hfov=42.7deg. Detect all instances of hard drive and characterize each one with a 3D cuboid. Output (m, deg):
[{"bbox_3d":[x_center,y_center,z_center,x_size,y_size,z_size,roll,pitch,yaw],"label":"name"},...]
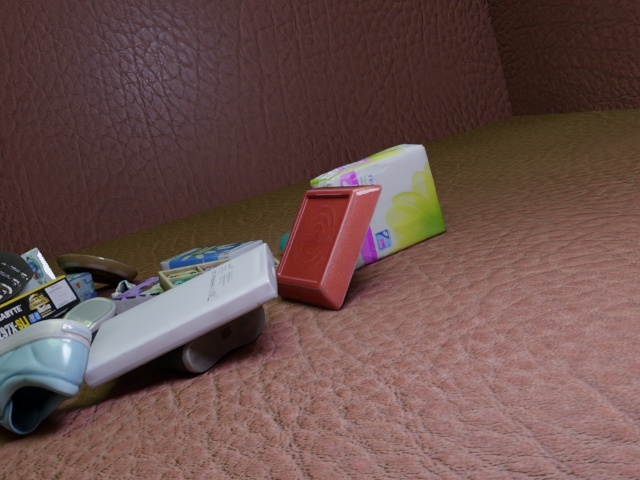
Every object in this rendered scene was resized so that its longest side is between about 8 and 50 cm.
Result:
[{"bbox_3d":[-0.245,0.127,1.469,0.353,0.047,0.233,-26,16,3],"label":"hard drive"}]

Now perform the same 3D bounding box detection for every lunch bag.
[{"bbox_3d":[-0.760,0.161,2.319,0.176,0.090,0.219,-8,13,33],"label":"lunch bag"}]

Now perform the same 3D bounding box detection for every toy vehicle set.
[{"bbox_3d":[-0.208,0.087,1.820,0.267,0.035,0.166,-11,22,-26],"label":"toy vehicle set"}]

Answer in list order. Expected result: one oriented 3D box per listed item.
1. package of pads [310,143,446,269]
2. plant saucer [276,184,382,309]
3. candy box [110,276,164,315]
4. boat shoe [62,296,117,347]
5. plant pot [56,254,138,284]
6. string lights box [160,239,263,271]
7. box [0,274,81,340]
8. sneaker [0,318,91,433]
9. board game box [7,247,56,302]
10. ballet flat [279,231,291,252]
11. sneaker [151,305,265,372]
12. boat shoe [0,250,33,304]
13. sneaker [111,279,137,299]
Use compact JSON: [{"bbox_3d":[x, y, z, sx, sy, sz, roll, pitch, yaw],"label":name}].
[{"bbox_3d":[0.135,-0.084,1.894,0.296,0.229,0.101,-21,12,-30],"label":"package of pads"},{"bbox_3d":[0.000,0.000,1.660,0.047,0.259,0.258,25,-10,-27],"label":"plant saucer"},{"bbox_3d":[-0.364,0.132,1.937,0.196,0.070,0.165,-10,12,28],"label":"candy box"},{"bbox_3d":[-0.527,0.226,1.651,0.114,0.091,0.302,22,38,34],"label":"boat shoe"},{"bbox_3d":[-0.659,0.091,2.411,0.236,0.032,0.236,7,-18,2],"label":"plant pot"},{"bbox_3d":[-0.279,0.064,2.150,0.259,0.077,0.133,-7,12,38],"label":"string lights box"},{"bbox_3d":[-0.695,0.214,1.718,0.322,0.079,0.257,-33,3,28],"label":"box"},{"bbox_3d":[-0.530,0.261,1.374,0.366,0.135,0.150,-32,44,32],"label":"sneaker"},{"bbox_3d":[-0.753,0.148,1.850,0.303,0.097,0.224,-34,0,-22],"label":"board game box"},{"bbox_3d":[-0.037,0.017,2.121,0.067,0.073,0.206,10,1,-28],"label":"ballet flat"},{"bbox_3d":[-0.204,0.167,1.489,0.118,0.083,0.222,-8,14,39],"label":"sneaker"},{"bbox_3d":[-0.746,0.134,1.673,0.324,0.122,0.120,-35,-11,-39],"label":"boat shoe"},{"bbox_3d":[-0.472,0.134,2.062,0.071,0.083,0.191,-15,9,11],"label":"sneaker"}]
